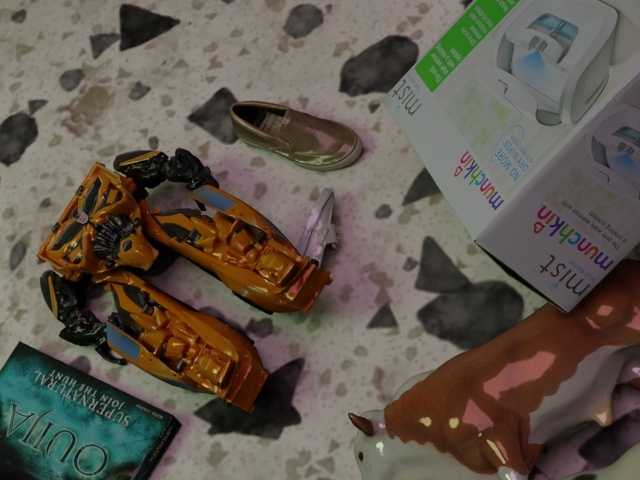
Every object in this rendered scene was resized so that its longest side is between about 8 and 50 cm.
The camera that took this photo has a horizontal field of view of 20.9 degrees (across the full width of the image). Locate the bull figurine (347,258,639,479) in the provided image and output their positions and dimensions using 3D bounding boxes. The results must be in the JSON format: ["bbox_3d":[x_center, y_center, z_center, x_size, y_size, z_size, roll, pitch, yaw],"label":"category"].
[{"bbox_3d":[0.172,0.137,1.389,0.310,0.101,0.188,-37,55,-3],"label":"bull figurine"}]

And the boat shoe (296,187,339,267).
[{"bbox_3d":[0.000,0.000,1.575,0.035,0.035,0.100,20,65,1],"label":"boat shoe"}]

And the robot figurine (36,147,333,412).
[{"bbox_3d":[-0.139,0.024,1.565,0.291,0.085,0.211,28,84,34],"label":"robot figurine"}]

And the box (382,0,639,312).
[{"bbox_3d":[0.200,-0.110,1.424,0.231,0.127,0.262,-46,31,13],"label":"box"}]

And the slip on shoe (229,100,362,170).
[{"bbox_3d":[-0.026,-0.104,1.635,0.135,0.041,0.051,20,70,28],"label":"slip on shoe"}]

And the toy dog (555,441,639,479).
[{"bbox_3d":[0.303,0.306,1.178,0.408,0.284,0.395,43,117,32],"label":"toy dog"}]

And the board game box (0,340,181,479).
[{"bbox_3d":[-0.232,0.179,1.558,0.186,0.026,0.126,21,70,29],"label":"board game box"}]
